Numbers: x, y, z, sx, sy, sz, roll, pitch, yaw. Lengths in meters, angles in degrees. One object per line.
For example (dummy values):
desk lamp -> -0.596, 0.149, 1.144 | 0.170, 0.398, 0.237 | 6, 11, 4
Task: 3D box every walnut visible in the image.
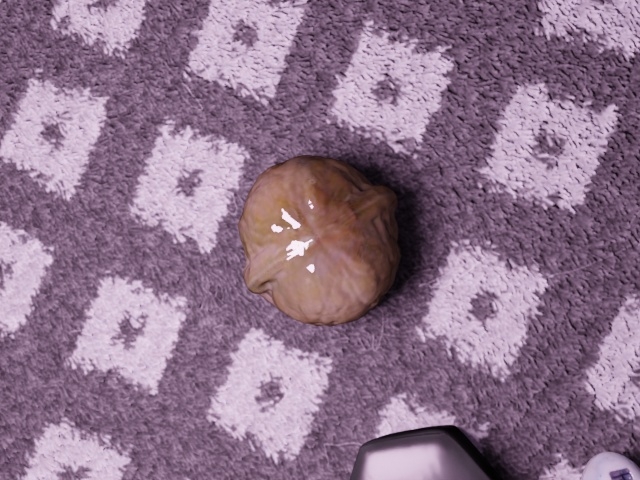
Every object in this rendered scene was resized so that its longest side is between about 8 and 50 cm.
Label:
walnut -> -0.002, 0.001, 1.216 | 0.248, 0.248, 0.248 | -1, 87, 11

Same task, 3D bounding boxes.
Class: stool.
stool -> 0.146, 0.368, 1.203 | 0.232, 0.141, 0.232 | -2, 83, 15

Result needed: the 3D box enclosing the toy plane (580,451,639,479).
toy plane -> 0.411, 0.409, 1.171 | 0.245, 0.117, 0.244 | 1, 81, -5
